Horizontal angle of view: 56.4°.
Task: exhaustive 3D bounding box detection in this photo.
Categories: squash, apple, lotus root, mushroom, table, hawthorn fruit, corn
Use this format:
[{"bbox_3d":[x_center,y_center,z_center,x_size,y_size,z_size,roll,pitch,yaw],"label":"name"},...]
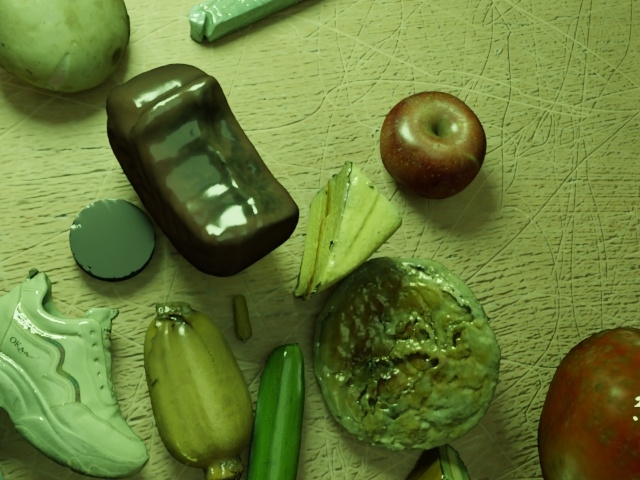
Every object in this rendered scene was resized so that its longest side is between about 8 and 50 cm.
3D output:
[{"bbox_3d":[-0.071,0.314,0.981,0.082,0.082,0.292,10,76,-14],"label":"squash"},{"bbox_3d":[0.205,-0.172,1.114,0.201,0.162,0.201,3,71,-7],"label":"apple"},{"bbox_3d":[-0.192,0.239,0.934,0.146,0.131,0.303,-20,85,5],"label":"lotus root"},{"bbox_3d":[-0.419,-0.356,0.950,0.255,0.184,0.254,-5,96,-52],"label":"mushroom"},{"bbox_3d":[-0.340,0.000,0.980,0.134,0.043,0.133,3,79,-16],"label":"table"},{"bbox_3d":[0.554,0.369,1.019,0.403,0.403,0.402,3,79,-16],"label":"hawthorn fruit"},{"bbox_3d":[-0.135,0.135,1.024,0.027,0.028,0.083,-2,76,-33],"label":"corn"}]

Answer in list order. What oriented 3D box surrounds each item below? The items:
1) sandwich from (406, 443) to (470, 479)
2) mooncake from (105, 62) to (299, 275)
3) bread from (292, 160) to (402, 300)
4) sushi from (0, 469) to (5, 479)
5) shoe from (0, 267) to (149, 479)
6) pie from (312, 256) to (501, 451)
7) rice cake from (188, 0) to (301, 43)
[{"bbox_3d":[0.182,0.449,1.064,0.079,0.113,0.163,41,107,-7],"label":"sandwich"},{"bbox_3d":[-0.181,-0.090,0.907,0.174,0.334,0.325,-32,130,-17],"label":"mooncake"},{"bbox_3d":[0.000,0.000,0.974,0.178,0.240,0.135,-43,93,-19],"label":"bread"},{"bbox_3d":[-0.504,0.303,0.724,0.182,0.343,0.196,-33,100,-20],"label":"sushi"},{"bbox_3d":[-0.365,0.193,0.890,0.342,0.132,0.210,39,75,-3],"label":"shoe"},{"bbox_3d":[0.140,0.190,1.009,0.340,0.077,0.338,0,91,12],"label":"pie"},{"bbox_3d":[-0.098,-0.460,1.124,0.336,0.066,0.063,-33,82,-20],"label":"rice cake"}]
